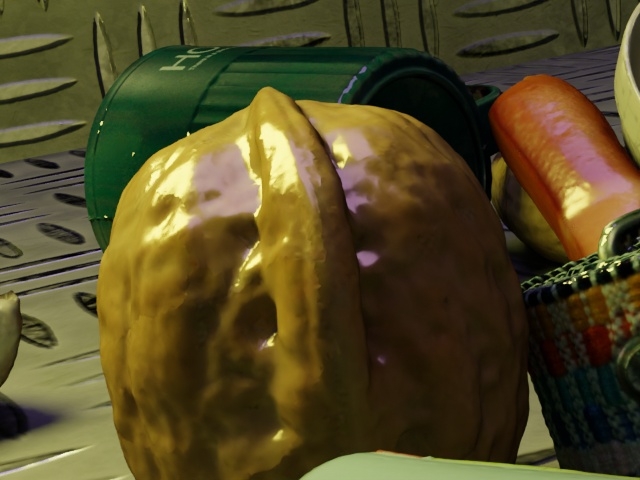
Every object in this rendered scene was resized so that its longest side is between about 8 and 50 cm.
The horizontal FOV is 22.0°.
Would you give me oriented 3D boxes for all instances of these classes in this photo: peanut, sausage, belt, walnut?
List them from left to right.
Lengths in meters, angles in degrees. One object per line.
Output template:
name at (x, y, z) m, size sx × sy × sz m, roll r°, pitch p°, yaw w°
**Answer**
walnut at (-0.005, 0.045, 0.877) m, size 0.224 × 0.257 × 0.257 m, roll -10°, pitch 11°, yaw -9°
peanut at (0.233, -0.045, 1.516) m, size 0.137 × 0.122 × 0.253 m, roll -1°, pitch 13°, yaw -2°
sausage at (0.221, -0.036, 1.344) m, size 0.089 × 0.083 × 0.300 m, roll -17°, pitch 43°, yaw -6°
belt at (0.237, 0.042, 0.935) m, size 0.257 × 0.150 × 0.207 m, roll -19°, pitch 1°, yaw -24°

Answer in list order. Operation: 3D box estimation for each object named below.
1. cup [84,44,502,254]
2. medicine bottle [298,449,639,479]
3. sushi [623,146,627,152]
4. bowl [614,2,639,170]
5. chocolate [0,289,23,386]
cup at (-0.004, -0.051, 1.480) m, size 0.292 × 0.242 × 0.308 m, roll 4°, pitch -7°, yaw 44°
medicine bottle at (0.088, 0.149, 0.565) m, size 0.225 × 0.139 × 0.139 m, roll 0°, pitch 14°, yaw 40°
sushi at (0.433, -0.068, 1.623) m, size 0.292 × 0.059 × 0.294 m, roll -22°, pitch 18°, yaw -24°
bowl at (0.383, -0.091, 1.401) m, size 0.286 × 0.144 × 0.287 m, roll 3°, pitch 49°, yaw -3°
chocolate at (-0.362, 0.120, 1.174) m, size 0.303 × 0.101 × 0.185 m, roll -14°, pitch 2°, yaw -41°
